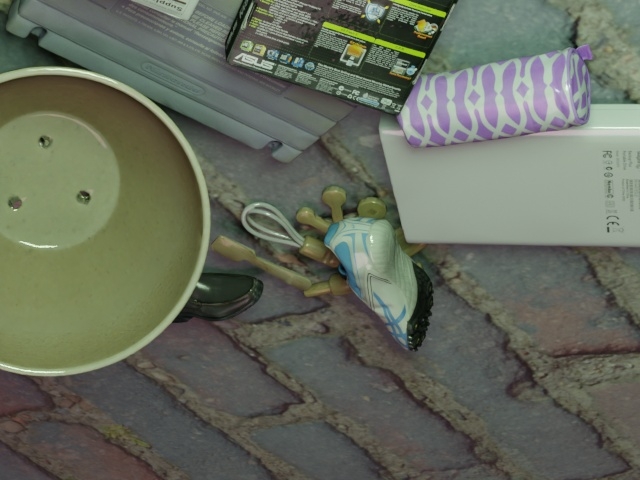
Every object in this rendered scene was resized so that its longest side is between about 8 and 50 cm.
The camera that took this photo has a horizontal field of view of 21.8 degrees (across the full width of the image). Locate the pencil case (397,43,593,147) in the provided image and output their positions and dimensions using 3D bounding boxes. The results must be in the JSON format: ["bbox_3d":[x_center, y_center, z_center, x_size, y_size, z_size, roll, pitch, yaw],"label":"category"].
[{"bbox_3d":[0.178,-0.148,1.721,0.206,0.088,0.086,-4,138,22],"label":"pencil case"}]

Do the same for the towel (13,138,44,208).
[{"bbox_3d":[-0.475,-0.076,2.041,0.331,0.053,0.317,21,146,-16],"label":"towel"}]

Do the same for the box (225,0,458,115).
[{"bbox_3d":[0.025,-0.227,1.615,0.190,0.045,0.184,15,124,-15],"label":"box"}]

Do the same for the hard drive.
[{"bbox_3d":[0.257,-0.070,1.863,0.353,0.047,0.233,1,147,13],"label":"hard drive"}]

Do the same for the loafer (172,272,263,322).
[{"bbox_3d":[-0.155,0.069,2.180,0.170,0.062,0.061,-12,138,28],"label":"loafer"}]

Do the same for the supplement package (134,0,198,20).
[{"bbox_3d":[-0.129,-0.332,1.465,0.134,0.139,0.244,19,148,-14],"label":"supplement package"}]

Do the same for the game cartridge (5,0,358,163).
[{"bbox_3d":[-0.120,-0.216,1.724,0.355,0.068,0.230,25,141,-23],"label":"game cartridge"}]

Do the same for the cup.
[{"bbox_3d":[-0.298,-0.043,1.830,0.331,0.331,0.237,18,-170,-14],"label":"cup"}]

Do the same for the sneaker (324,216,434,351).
[{"bbox_3d":[0.076,0.051,2.033,0.086,0.085,0.237,7,146,31],"label":"sneaker"}]

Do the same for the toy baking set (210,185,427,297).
[{"bbox_3d":[0.004,0.004,2.066,0.256,0.030,0.197,-15,135,24],"label":"toy baking set"}]
